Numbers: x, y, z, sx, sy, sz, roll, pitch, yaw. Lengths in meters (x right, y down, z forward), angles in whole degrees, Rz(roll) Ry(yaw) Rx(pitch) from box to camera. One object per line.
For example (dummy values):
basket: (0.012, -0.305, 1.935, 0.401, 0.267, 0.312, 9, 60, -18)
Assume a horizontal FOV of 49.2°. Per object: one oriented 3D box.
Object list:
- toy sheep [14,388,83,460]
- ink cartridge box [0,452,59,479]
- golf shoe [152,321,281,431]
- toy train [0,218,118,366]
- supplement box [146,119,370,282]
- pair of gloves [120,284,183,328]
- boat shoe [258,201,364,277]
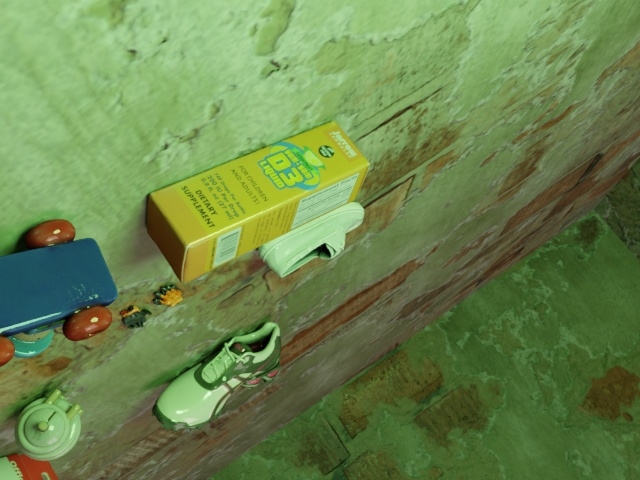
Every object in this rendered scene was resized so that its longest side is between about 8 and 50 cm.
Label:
toy sheep: (-0.360, 0.246, 0.924, 0.091, 0.091, 0.132, -30, 167, -20)
ink cartridge box: (-0.475, 0.391, 0.991, 0.078, 0.134, 0.231, -42, 161, 15)
golf shoe: (-0.180, 0.230, 1.237, 0.272, 0.105, 0.120, -28, 146, -42)
toy train: (-0.307, 0.073, 0.572, 0.248, 0.105, 0.143, -17, 168, -46)
supplement box: (-0.062, -0.047, 0.742, 0.233, 0.078, 0.080, -27, 157, -30)
pair of gloves: (-0.217, 0.087, 0.903, 0.083, 0.010, 0.074, -32, 162, -11)
boat shoe: (0.000, 0.000, 1.000, 0.184, 0.063, 0.066, -22, 157, -38)
